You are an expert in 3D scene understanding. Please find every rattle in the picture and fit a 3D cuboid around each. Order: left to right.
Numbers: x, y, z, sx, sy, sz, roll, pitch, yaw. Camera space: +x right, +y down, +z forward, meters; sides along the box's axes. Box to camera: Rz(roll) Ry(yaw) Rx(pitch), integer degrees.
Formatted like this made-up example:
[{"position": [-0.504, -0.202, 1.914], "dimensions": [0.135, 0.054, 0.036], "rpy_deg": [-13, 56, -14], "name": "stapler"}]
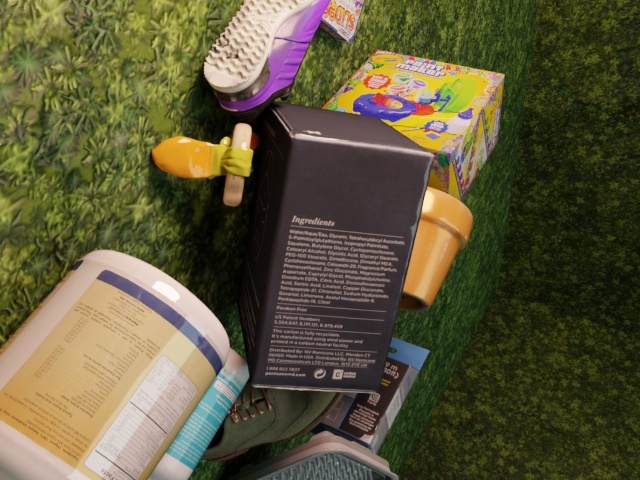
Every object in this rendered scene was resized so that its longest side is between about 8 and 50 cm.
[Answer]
[{"position": [-0.167, -0.131, 1.011], "dimensions": [0.199, 0.143, 0.130], "rpy_deg": [-100, -177, -59], "name": "rattle"}]

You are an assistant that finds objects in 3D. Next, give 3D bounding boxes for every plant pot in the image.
[{"position": [0.160, 0.023, 1.209], "dimensions": [0.205, 0.205, 0.187], "rpy_deg": [55, 49, -60], "name": "plant pot"}]

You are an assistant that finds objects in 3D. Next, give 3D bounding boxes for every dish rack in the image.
[{"position": [-0.025, 0.524, 1.445], "dimensions": [0.285, 0.333, 0.072], "rpy_deg": [41, 29, -40], "name": "dish rack"}]

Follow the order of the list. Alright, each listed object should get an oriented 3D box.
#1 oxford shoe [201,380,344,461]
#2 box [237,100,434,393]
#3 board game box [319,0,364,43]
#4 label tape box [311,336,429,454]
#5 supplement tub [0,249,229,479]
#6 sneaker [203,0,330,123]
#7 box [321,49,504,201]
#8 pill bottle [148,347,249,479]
[{"position": [-0.111, 0.300, 1.136], "dimensions": [0.348, 0.123, 0.130], "rpy_deg": [-34, 154, 16], "name": "oxford shoe"}, {"position": [0.000, 0.000, 1.069], "dimensions": [0.293, 0.212, 0.395], "rpy_deg": [-117, -145, -66], "name": "box"}, {"position": [0.021, -0.446, 1.154], "dimensions": [0.201, 0.035, 0.136], "rpy_deg": [4, 104, -64], "name": "board game box"}, {"position": [0.094, 0.337, 1.619], "dimensions": [0.333, 0.241, 0.105], "rpy_deg": [-55, 149, -32], "name": "label tape box"}, {"position": [-0.280, 0.192, 0.770], "dimensions": [0.316, 0.228, 0.228], "rpy_deg": [-56, 151, -28], "name": "supplement tub"}, {"position": [-0.068, -0.302, 1.016], "dimensions": [0.293, 0.102, 0.146], "rpy_deg": [-55, 155, -20], "name": "sneaker"}, {"position": [0.185, -0.225, 1.341], "dimensions": [0.279, 0.290, 0.177], "rpy_deg": [-53, 149, -35], "name": "box"}, {"position": [-0.233, 0.278, 1.022], "dimensions": [0.264, 0.146, 0.146], "rpy_deg": [-59, 153, -25], "name": "pill bottle"}]
